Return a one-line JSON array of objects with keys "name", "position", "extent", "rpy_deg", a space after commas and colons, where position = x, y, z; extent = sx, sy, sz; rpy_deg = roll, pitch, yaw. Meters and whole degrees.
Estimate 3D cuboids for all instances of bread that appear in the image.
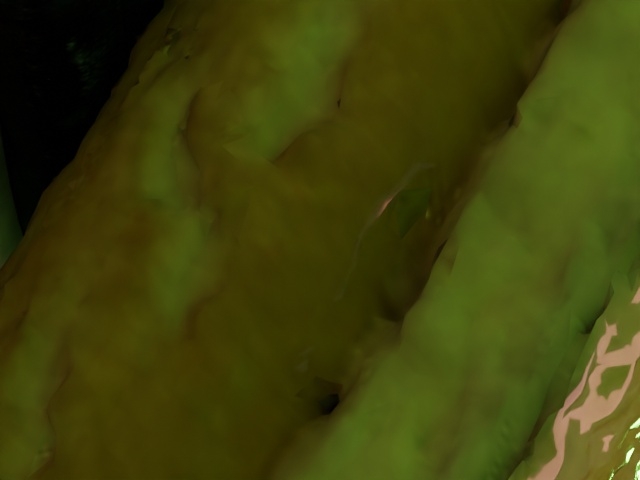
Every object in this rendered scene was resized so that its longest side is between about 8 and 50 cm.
[{"name": "bread", "position": [-0.025, 0.087, 0.492], "extent": [0.375, 0.165, 0.236], "rpy_deg": [-57, 169, -6]}]

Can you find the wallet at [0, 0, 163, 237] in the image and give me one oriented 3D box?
[{"name": "wallet", "position": [-0.041, -0.076, 0.542], "extent": [0.172, 0.045, 0.318], "rpy_deg": [-59, 176, -17]}]
